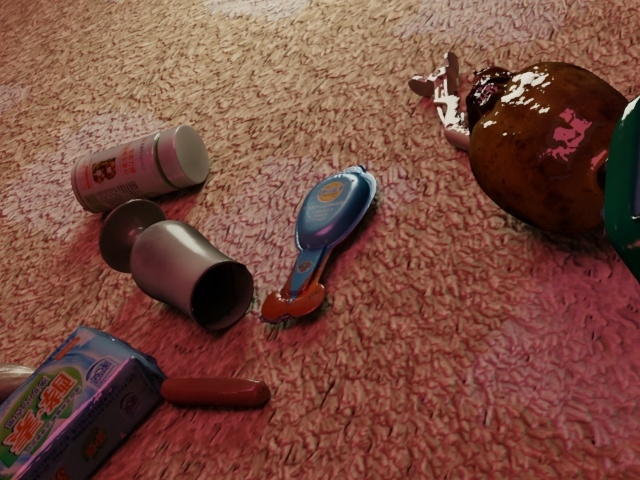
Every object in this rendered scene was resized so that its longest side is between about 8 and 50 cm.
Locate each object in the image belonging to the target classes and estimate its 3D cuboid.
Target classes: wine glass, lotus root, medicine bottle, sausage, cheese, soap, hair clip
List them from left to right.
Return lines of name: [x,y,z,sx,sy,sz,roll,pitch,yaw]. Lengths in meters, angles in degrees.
soap: [-0.307,0.219,1.515,0.293,0.077,0.156,-48,36,-19]
medicine bottle: [-0.254,-0.098,1.862,0.183,0.086,0.086,-15,38,27]
wine glass: [-0.176,0.030,1.623,0.103,0.103,0.231,-44,39,-15]
sausage: [-0.120,0.167,1.465,0.147,0.030,0.035,-5,42,35]
cheese: [0.000,0.000,1.572,0.106,0.037,0.256,-8,43,35]
hair clip: [0.157,-0.157,1.638,0.072,0.034,0.226,-29,35,13]
lotus root: [0.249,-0.092,1.377,0.169,0.141,0.314,-50,30,6]

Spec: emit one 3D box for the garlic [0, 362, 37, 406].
garlic: [-0.414,0.204,1.601,0.195,0.101,0.087,-36,32,-4]

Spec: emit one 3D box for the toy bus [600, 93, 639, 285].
toy bus: [0.357,0.018,0.989,0.199,0.343,0.183,-19,38,34]
